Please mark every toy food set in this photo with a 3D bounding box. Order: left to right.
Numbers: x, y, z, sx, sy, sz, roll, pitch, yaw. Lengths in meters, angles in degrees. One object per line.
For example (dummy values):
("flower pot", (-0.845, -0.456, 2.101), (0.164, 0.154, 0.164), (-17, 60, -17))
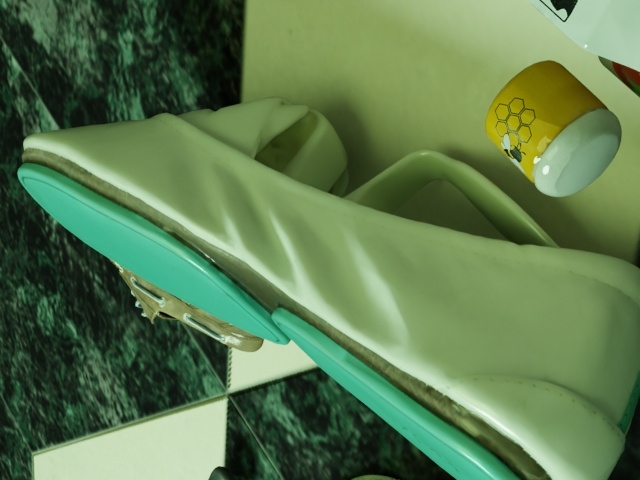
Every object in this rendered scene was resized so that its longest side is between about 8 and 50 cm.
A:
("toy food set", (0.151, -0.092, 0.399), (0.104, 0.111, 0.232), (50, 134, 30))

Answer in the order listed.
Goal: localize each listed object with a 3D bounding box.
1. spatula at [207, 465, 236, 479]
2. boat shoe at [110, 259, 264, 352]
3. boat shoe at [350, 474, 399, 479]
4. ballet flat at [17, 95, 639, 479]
("spatula", (-0.099, 0.260, 0.919), (0.084, 0.030, 0.296), (51, 138, 31))
("boat shoe", (-0.100, 0.021, 0.804), (0.183, 0.066, 0.066), (28, 125, 44))
("boat shoe", (0.029, 0.169, 0.696), (0.170, 0.059, 0.063), (-26, 82, 53))
("ballet flat", (0.000, 0.000, 0.627), (0.400, 0.139, 0.139), (27, 123, 41))
